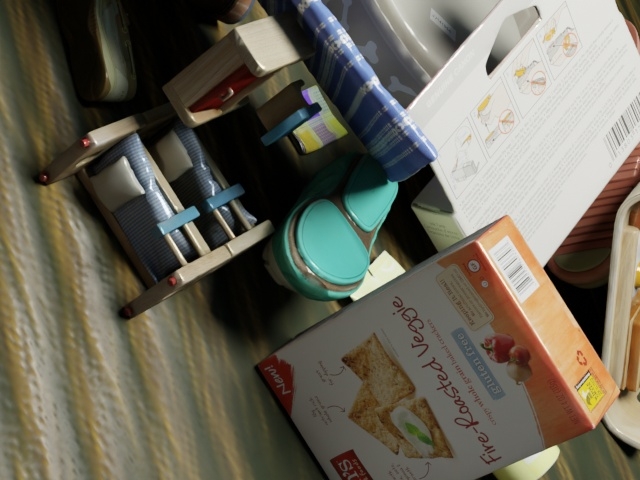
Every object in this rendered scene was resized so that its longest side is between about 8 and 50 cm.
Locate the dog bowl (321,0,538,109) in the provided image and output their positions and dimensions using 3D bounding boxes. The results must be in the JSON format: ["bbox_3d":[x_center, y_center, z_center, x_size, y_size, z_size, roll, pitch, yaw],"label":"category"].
[{"bbox_3d":[0.112,-0.242,1.372,0.349,0.102,0.348,29,44,-33],"label":"dog bowl"}]

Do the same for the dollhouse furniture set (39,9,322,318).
[{"bbox_3d":[-0.082,-0.054,0.928,0.129,0.184,0.129,57,36,0],"label":"dollhouse furniture set"}]

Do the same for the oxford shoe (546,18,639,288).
[{"bbox_3d":[0.343,-0.087,1.506,0.146,0.140,0.397,55,39,-40],"label":"oxford shoe"}]

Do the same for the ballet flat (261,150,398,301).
[{"bbox_3d":[0.000,0.000,1.062,0.083,0.087,0.247,52,26,-9],"label":"ballet flat"}]

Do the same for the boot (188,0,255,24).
[{"bbox_3d":[-0.122,-0.309,1.164,0.106,0.082,0.219,14,56,-47],"label":"boot"}]

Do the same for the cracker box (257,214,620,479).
[{"bbox_3d":[0.083,0.104,0.963,0.155,0.232,0.067,57,37,0],"label":"cracker box"}]

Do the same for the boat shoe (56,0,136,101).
[{"bbox_3d":[-0.177,-0.171,1.026,0.045,0.050,0.135,8,68,-51],"label":"boat shoe"}]

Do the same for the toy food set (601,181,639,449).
[{"bbox_3d":[0.379,0.045,1.370,0.220,0.092,0.306,-39,134,-54],"label":"toy food set"}]

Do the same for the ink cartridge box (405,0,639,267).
[{"bbox_3d":[0.195,-0.126,1.234,0.296,0.066,0.261,-49,128,-22],"label":"ink cartridge box"}]

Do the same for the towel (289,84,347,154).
[{"bbox_3d":[-0.010,-0.115,1.210,0.083,0.009,0.060,-27,85,-54],"label":"towel"}]

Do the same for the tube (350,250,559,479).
[{"bbox_3d":[0.117,0.117,1.152,0.240,0.062,0.070,50,-8,-2],"label":"tube"}]

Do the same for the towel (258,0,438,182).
[{"bbox_3d":[-0.018,-0.192,1.007,0.336,0.040,0.243,54,-1,0],"label":"towel"}]
